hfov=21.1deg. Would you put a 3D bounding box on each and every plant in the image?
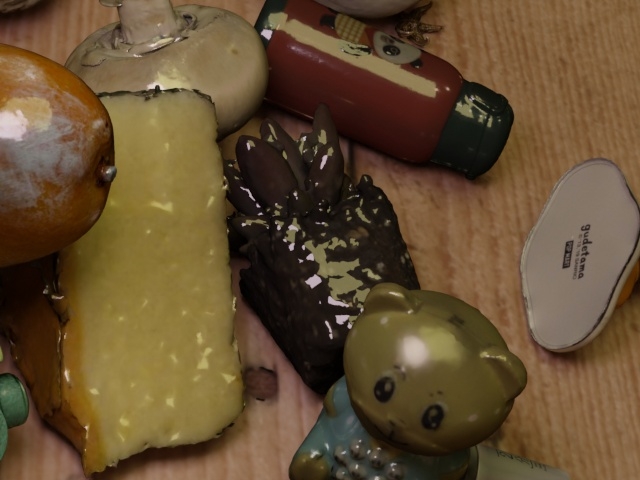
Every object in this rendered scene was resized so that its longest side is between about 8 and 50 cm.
[{"bbox_3d":[0.000,0.000,1.886,0.194,0.182,0.321,-12,60,-27],"label":"plant"}]

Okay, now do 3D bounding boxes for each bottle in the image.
[{"bbox_3d":[0.071,-0.183,2.093,0.336,0.144,0.144,24,47,-2],"label":"bottle"}]

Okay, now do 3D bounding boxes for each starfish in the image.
[{"bbox_3d":[0.126,-0.293,2.279,0.078,0.028,0.091,34,45,3],"label":"starfish"}]

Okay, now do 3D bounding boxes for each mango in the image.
[{"bbox_3d":[-0.367,-0.081,1.605,0.384,0.221,0.199,7,31,23],"label":"mango"}]

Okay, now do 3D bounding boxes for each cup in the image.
[{"bbox_3d":[0.197,0.253,1.816,0.116,0.074,0.104,14,19,-12],"label":"cup"}]

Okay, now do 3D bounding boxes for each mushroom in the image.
[{"bbox_3d":[-0.184,-0.196,1.944,0.246,0.202,0.246,-11,31,7],"label":"mushroom"}]

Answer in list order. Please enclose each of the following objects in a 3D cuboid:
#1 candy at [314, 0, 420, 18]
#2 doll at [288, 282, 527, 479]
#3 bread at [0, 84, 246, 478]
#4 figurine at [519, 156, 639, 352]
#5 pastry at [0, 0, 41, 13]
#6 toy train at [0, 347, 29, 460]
[{"bbox_3d":[0.043,-0.413,2.248,0.295,0.185,0.296,9,58,-14],"label":"candy"},{"bbox_3d":[0.092,0.164,1.717,0.177,0.261,0.161,32,46,10],"label":"doll"},{"bbox_3d":[-0.190,0.021,1.744,0.248,0.279,0.315,-6,41,-36],"label":"bread"},{"bbox_3d":[0.341,0.042,2.035,0.141,0.166,0.250,35,66,-38],"label":"figurine"},{"bbox_3d":[-0.434,-0.398,2.056,0.329,0.136,0.330,10,48,-12],"label":"pastry"},{"bbox_3d":[-0.453,0.146,1.568,0.369,0.150,0.237,-16,88,-33],"label":"toy train"}]
